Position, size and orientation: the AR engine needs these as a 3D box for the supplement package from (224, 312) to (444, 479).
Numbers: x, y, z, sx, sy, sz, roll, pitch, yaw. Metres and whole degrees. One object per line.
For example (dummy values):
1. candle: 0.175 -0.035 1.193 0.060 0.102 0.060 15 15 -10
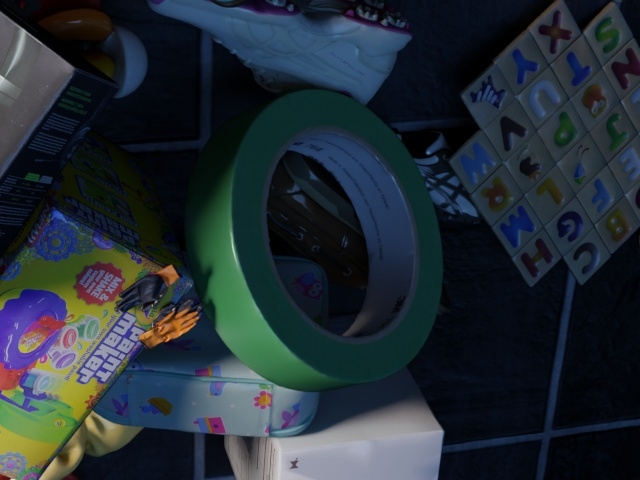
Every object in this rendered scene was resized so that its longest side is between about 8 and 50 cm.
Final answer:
1. supplement package: 0.007 0.244 1.828 0.199 0.262 0.198 -5 121 -15

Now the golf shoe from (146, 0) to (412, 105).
1. golf shoe: -0.052 -0.215 1.631 0.306 0.115 0.140 10 119 -22

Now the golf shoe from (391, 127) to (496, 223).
1. golf shoe: 0.151 -0.080 1.799 0.198 0.077 0.094 10 115 -25

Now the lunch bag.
1. lunch bag: -0.121 0.110 1.709 0.279 0.224 0.108 4 132 -2

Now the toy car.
1. toy car: -0.274 -0.212 1.526 0.159 0.182 0.136 -11 107 -32

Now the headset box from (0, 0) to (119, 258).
1. headset box: -0.364 -0.122 1.384 0.246 0.131 0.283 36 95 9

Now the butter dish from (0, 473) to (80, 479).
1. butter dish: -0.342 0.317 1.849 0.160 0.118 0.160 -6 137 38

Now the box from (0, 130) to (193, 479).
1. box: -0.311 0.047 1.594 0.177 0.279 0.290 31 105 -31

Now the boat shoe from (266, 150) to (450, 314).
1. boat shoe: 0.031 0.001 1.797 0.104 0.110 0.307 -36 117 19

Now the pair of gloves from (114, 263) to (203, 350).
1. pair of gloves: -0.159 0.067 1.484 0.074 0.010 0.083 -32 126 0

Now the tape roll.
1. tape roll: 0.000 0.000 1.611 0.077 0.321 0.321 -16 138 44

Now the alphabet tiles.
1. alphabet tiles: 0.306 -0.113 1.826 0.285 0.011 0.342 -44 125 -9

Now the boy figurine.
1. boy figurine: -0.344 0.211 1.769 0.285 0.177 0.092 -2 158 -37

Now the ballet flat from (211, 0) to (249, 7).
1. ballet flat: -0.048 -0.371 1.527 0.095 0.096 0.280 20 100 7
